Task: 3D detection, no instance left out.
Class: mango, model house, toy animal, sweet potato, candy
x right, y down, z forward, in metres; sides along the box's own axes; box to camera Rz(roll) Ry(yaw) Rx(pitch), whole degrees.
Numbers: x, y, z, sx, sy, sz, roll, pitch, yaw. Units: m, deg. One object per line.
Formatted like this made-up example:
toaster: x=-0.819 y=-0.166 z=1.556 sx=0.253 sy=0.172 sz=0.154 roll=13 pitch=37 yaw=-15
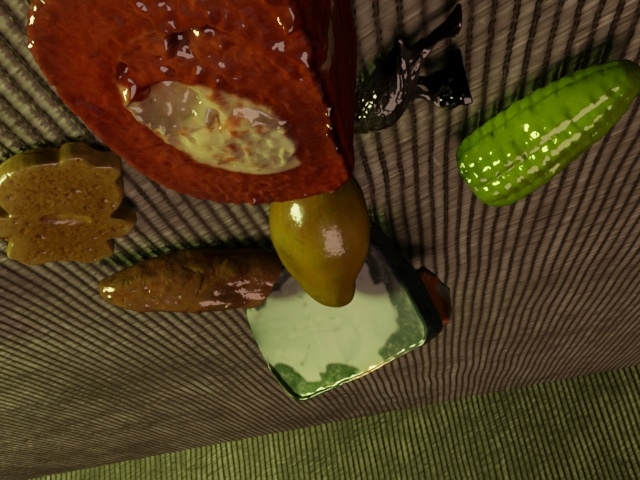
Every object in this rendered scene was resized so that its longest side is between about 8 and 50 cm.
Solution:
mango: x=0.000 y=0.000 z=0.771 sx=0.099 sy=0.136 sz=0.228 roll=-42 pitch=148 yaw=-26
model house: x=0.076 y=0.092 z=1.005 sx=0.271 sy=0.190 sz=0.300 roll=-34 pitch=170 yaw=31
toy animal: x=0.064 y=-0.141 z=0.611 sx=0.202 sy=0.070 sz=0.105 roll=-20 pitch=142 yaw=32
sweet potato: x=-0.178 y=0.061 z=0.886 sx=0.251 sy=0.097 sz=0.097 roll=-7 pitch=155 yaw=-8
candy: x=0.240 y=-0.116 z=0.673 sx=0.096 sy=0.097 sz=0.209 roll=11 pitch=145 yaw=-37

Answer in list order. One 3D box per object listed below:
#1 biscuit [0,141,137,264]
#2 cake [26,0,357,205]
biscuit: x=-0.289 y=-0.038 z=0.712 sx=0.165 sy=0.036 sz=0.225 roll=-1 pitch=151 yaw=-19
cake: x=-0.072 y=-0.142 z=0.449 sx=0.176 sy=0.151 sz=0.283 roll=-2 pitch=156 yaw=12
